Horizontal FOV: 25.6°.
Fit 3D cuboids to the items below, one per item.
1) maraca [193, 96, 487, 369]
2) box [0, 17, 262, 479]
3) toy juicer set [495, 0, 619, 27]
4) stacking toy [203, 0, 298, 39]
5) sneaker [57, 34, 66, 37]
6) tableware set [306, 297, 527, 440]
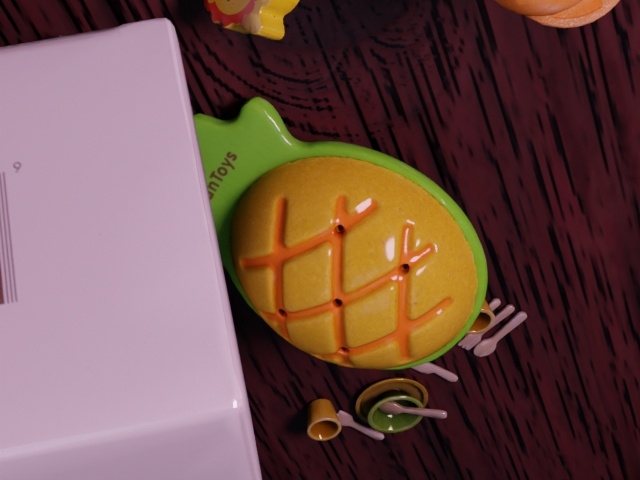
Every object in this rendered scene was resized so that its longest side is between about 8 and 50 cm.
[{"bbox_3d":[0.000,0.000,0.747,0.186,0.099,0.127,30,117,-5],"label":"maraca"},{"bbox_3d":[-0.139,0.083,0.634,0.215,0.168,0.345,-10,152,-5],"label":"box"},{"bbox_3d":[0.101,-0.224,0.529,0.209,0.089,0.329,-29,140,-7],"label":"toy juicer set"},{"bbox_3d":[-0.025,-0.185,0.562,0.167,0.052,0.221,10,129,-50],"label":"stacking toy"},{"bbox_3d":[-0.174,0.000,0.719,0.234,0.078,0.106,-34,129,18],"label":"sneaker"},{"bbox_3d":[0.050,0.079,0.883,0.104,0.024,0.154,27,124,-32],"label":"tableware set"}]
